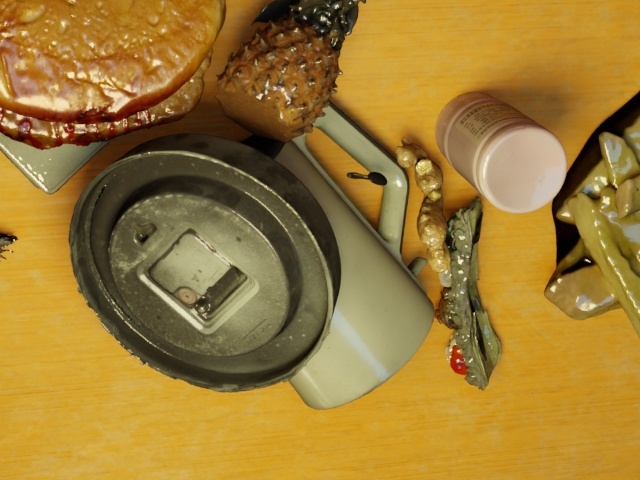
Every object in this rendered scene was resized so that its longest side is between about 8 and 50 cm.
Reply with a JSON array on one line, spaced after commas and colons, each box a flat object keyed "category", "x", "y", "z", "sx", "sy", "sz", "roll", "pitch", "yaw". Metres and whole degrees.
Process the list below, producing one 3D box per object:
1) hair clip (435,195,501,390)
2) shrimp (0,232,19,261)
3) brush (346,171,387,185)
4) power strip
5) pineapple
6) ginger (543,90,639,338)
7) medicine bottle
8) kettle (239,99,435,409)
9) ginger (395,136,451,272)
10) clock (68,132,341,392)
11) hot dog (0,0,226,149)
[{"category": "hair clip", "x": 0.227, "y": 0.089, "z": 1.859, "sx": 0.091, "sy": 0.138, "sz": 0.321, "roll": 0, "pitch": 113, "yaw": 21}, {"category": "shrimp", "x": -0.533, "y": 0.022, "z": 1.707, "sx": 0.174, "sy": 0.082, "sz": 0.076, "roll": -24, "pitch": 116, "yaw": 6}, {"category": "brush", "x": 0.070, "y": -0.093, "z": 1.702, "sx": 0.083, "sy": 0.024, "sz": 0.008, "roll": 5, "pitch": 148, "yaw": -42}, {"category": "power strip", "x": -0.390, "y": -0.202, "z": 1.661, "sx": 0.213, "sy": 0.064, "sz": 0.198, "roll": -46, "pitch": 110, "yaw": -12}, {"category": "pineapple", "x": -0.012, "y": -0.311, "z": 1.617, "sx": 0.165, "sy": 0.165, "sz": 0.364, "roll": 34, "pitch": 67, "yaw": -19}, {"category": "ginger", "x": 0.570, "y": -0.029, "z": 1.832, "sx": 0.358, "sy": 0.211, "sz": 0.413, "roll": 21, "pitch": 103, "yaw": -19}, {"category": "medicine bottle", "x": 0.262, "y": -0.136, "z": 1.711, "sx": 0.133, "sy": 0.249, "sz": 0.133, "roll": -3, "pitch": 108, "yaw": -11}, {"category": "kettle", "x": 0.000, "y": 0.000, "z": 1.735, "sx": 0.361, "sy": 0.250, "sz": 0.376, "roll": -45, "pitch": 109, "yaw": -16}, {"category": "ginger", "x": 0.167, "y": -0.064, "z": 1.758, "sx": 0.053, "sy": 0.176, "sz": 0.193, "roll": -14, "pitch": 112, "yaw": 23}, {"category": "clock", "x": -0.155, "y": 0.034, "z": 1.568, "sx": 0.386, "sy": 0.076, "sz": 0.386, "roll": 9, "pitch": 123, "yaw": 14}, {"category": "hot dog", "x": -0.318, "y": -0.240, "z": 1.552, "sx": 0.405, "sy": 0.185, "sz": 0.223, "roll": -9, "pitch": 98, "yaw": -22}]
